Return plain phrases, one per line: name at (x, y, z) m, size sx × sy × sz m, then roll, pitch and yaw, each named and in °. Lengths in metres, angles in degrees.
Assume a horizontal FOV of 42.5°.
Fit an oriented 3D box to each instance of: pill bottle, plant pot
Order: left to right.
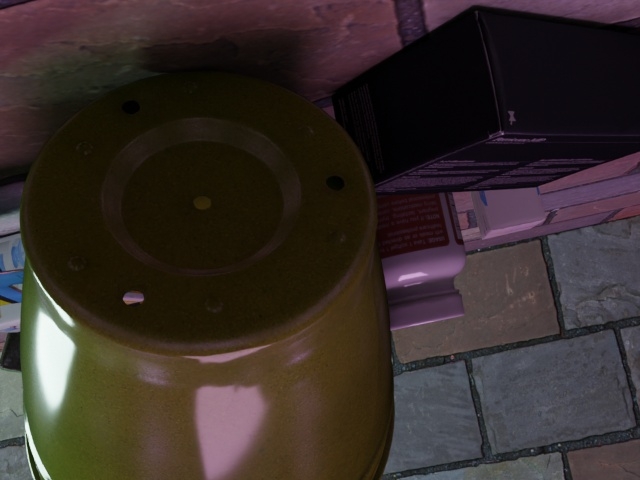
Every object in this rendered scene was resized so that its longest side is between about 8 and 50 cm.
plant pot at (-0.091, 0.065, 0.684) m, size 0.366 × 0.366 × 0.353 m, roll -10°, pitch 148°, yaw -12°
pill bottle at (0.085, -0.017, 0.872) m, size 0.121 × 0.216 × 0.121 m, roll -11°, pitch 172°, yaw -2°

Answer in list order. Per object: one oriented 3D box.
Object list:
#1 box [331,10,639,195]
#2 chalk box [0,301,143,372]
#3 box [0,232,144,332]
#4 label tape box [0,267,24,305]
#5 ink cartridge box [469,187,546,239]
box at (0.171, -0.112, 0.736) m, size 0.261 × 0.103 × 0.184 m, roll -5°, pitch 173°, yaw -38°
chalk box at (-0.303, 0.138, 1.254) m, size 0.289 × 0.180 × 0.179 m, roll 12°, pitch 171°, yaw -4°
box at (-0.349, 0.046, 1.079) m, size 0.203 × 0.114 × 0.103 m, roll -13°, pitch 171°, yaw 12°
label tape box at (-0.435, 0.025, 0.830) m, size 0.334 × 0.106 × 0.240 m, roll -10°, pitch 172°, yaw -10°
ink cartridge box at (0.306, -0.060, 1.363) m, size 0.090 × 0.092 × 0.143 m, roll -12°, pitch 174°, yaw 3°
